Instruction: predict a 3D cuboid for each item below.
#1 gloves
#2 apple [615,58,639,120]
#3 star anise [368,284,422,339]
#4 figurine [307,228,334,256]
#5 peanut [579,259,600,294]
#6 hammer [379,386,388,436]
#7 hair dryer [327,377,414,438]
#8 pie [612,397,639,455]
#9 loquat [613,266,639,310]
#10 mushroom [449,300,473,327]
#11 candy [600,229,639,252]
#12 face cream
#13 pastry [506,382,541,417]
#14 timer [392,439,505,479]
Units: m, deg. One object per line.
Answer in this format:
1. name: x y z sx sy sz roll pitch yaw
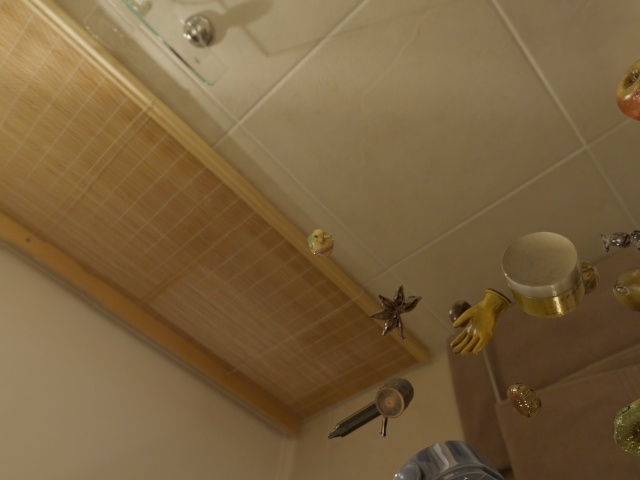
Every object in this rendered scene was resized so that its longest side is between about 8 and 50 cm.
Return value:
1. gloves: 0.633 0.341 1.810 0.116 0.294 0.133 42 172 -15
2. apple: 0.745 -0.336 1.004 0.146 0.146 0.146 40 -151 -28
3. star anise: 0.274 0.263 1.715 0.172 0.208 0.063 18 -172 -12
4. figurine: 0.000 0.000 1.374 0.083 0.083 0.187 51 -176 -7
5. peanut: 0.896 0.152 1.641 0.129 0.224 0.129 59 -171 -15
6. hammer: 0.257 0.672 1.757 0.021 0.078 0.201 -13 -69 -50
7. hair dryer: 0.170 0.620 1.633 0.107 0.352 0.189 59 -163 17
8. pie: 1.232 0.691 1.679 0.306 0.306 0.071 46 -167 -17
9. loquat: 0.997 0.153 1.403 0.195 0.152 0.152 3 -130 -22
10. mushroom: 0.641 0.334 2.038 0.127 0.127 0.087 57 -175 5
11. candy: 1.137 0.005 1.706 0.051 0.094 0.226 8 -179 -5
12. face cream: 0.712 0.112 1.446 0.179 0.218 0.218 53 -159 -37
13. pastry: 0.869 0.683 1.935 0.153 0.081 0.153 51 160 27
14. timer: 0.404 0.849 1.543 0.395 0.395 0.173 41 -174 -26
